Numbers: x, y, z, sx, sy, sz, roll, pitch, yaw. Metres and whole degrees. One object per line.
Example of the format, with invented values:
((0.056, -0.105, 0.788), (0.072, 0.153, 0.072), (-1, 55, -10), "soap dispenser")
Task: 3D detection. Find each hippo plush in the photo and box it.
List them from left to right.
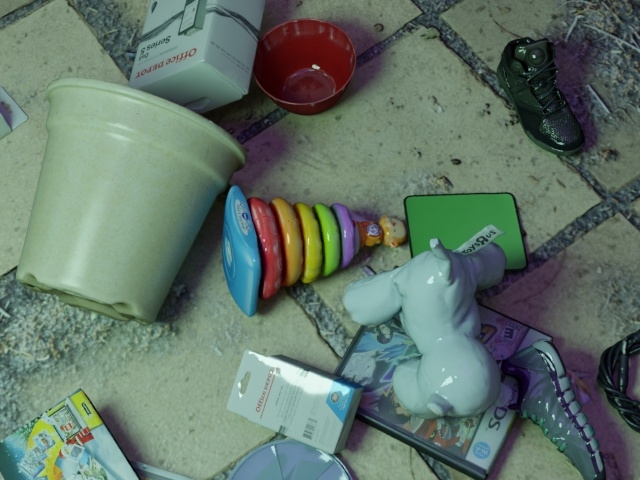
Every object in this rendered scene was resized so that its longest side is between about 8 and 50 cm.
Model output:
((0.198, 0.131, 1.468), (0.234, 0.294, 0.236), (-12, 79, -34), "hippo plush")

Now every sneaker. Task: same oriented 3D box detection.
((0.371, -0.251, 1.728), (0.087, 0.130, 0.227), (-22, 65, -4), "sneaker")
((0.331, 0.261, 1.491), (0.098, 0.083, 0.223), (-21, 73, 0), "sneaker")

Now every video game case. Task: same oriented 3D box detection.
((0.180, 0.197, 1.569), (0.275, 0.035, 0.248), (25, 68, 17), "video game case")

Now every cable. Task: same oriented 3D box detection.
((0.503, 0.217, 1.522), (0.151, 0.047, 0.184), (-28, 65, -9), "cable")

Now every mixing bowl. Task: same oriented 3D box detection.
((-0.024, -0.287, 1.799), (0.181, 0.098, 0.181), (-3, 63, 5), "mixing bowl")

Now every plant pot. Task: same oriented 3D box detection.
((-0.319, -0.043, 1.607), (0.334, 0.334, 0.305), (15, 77, 13), "plant pot")

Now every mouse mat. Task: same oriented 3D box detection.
((0.235, -0.013, 1.670), (0.190, 0.007, 0.152), (-1, 59, -6), "mouse mat")

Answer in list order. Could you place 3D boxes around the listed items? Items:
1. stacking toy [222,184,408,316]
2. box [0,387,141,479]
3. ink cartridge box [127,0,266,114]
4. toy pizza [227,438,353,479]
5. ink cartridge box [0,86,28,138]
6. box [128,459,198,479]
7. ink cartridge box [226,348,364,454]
((0.000, 0.000, 1.641), (0.302, 0.165, 0.175), (-7, 52, -14), "stacking toy")
((-0.351, 0.350, 1.474), (0.159, 0.044, 0.233), (-34, 64, -11), "box")
((-0.210, -0.367, 1.803), (0.198, 0.115, 0.272), (-14, 56, 38), "ink cartridge box")
((-0.045, 0.390, 1.495), (0.201, 0.032, 0.201), (-2, 62, 3), "toy pizza")
((-0.632, -0.212, 1.839), (0.181, 0.061, 0.104), (-39, 66, -14), "ink cartridge box")
((-0.281, 0.416, 1.490), (0.231, 0.056, 0.183), (13, 64, 12), "box")
((-0.038, 0.235, 1.532), (0.180, 0.060, 0.104), (19, 93, 18), "ink cartridge box")
